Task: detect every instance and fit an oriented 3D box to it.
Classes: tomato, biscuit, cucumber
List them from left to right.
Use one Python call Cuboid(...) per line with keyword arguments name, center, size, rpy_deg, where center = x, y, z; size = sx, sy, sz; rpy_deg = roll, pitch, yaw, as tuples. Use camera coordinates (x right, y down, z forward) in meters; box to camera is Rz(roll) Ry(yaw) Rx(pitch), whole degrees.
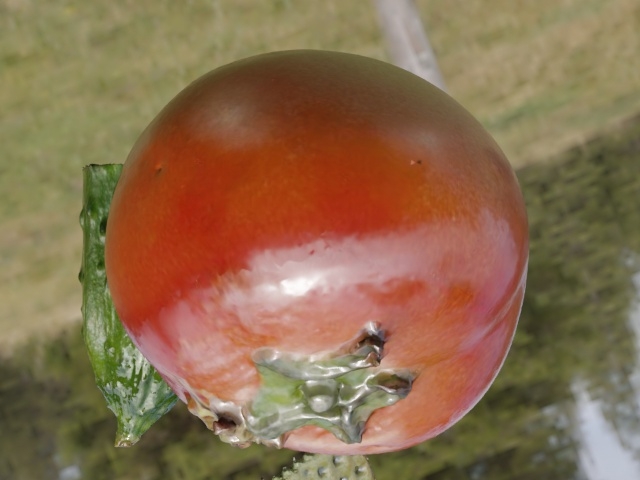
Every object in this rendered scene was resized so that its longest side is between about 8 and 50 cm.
Cuboid(name="cucumber", center=(-0.147, 0.053, 1.554), size=(0.134, 0.244, 0.134), rpy_deg=(6, 175, 0))
Cuboid(name="biscuit", center=(-0.018, 0.296, 1.941), size=(0.203, 0.144, 0.016), rpy_deg=(-32, -152, -26))
Cuboid(name="tomato", center=(0.000, 0.000, 1.373), size=(0.321, 0.322, 0.321), rpy_deg=(-22, 178, -1))
